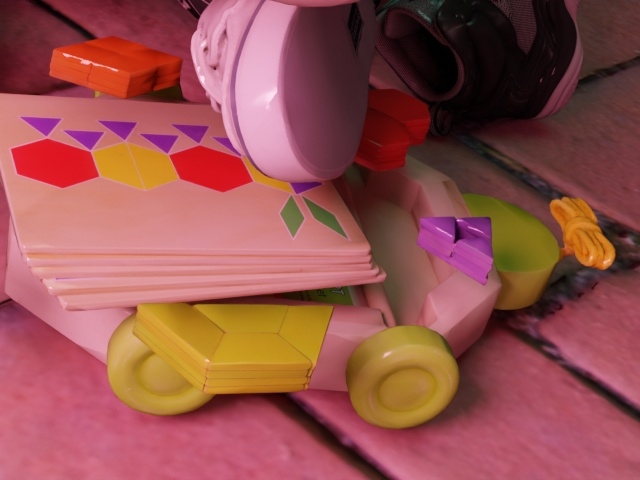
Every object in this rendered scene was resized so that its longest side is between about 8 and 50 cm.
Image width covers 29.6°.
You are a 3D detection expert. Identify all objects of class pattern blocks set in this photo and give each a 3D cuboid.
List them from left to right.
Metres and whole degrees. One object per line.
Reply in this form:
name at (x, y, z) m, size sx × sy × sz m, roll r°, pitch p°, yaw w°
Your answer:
pattern blocks set at (-0.068, -0.023, 0.600) m, size 0.324 × 0.026 × 0.285 m, roll 6°, pitch 33°, yaw -18°

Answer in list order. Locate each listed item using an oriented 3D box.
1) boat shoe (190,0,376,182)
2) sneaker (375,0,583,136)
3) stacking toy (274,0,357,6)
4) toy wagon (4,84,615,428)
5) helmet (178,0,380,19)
boat shoe at (-0.024, -0.095, 0.638) m, size 0.084 × 0.095 × 0.258 m, roll -11°, pitch 21°, yaw 14°
sneaker at (0.112, -0.209, 0.891) m, size 0.153 × 0.269 × 0.101 m, roll -20°, pitch 19°, yaw -36°
stacking toy at (-0.061, -0.235, 0.566) m, size 0.350 × 0.351 × 0.480 m, roll 4°, pitch 33°, yaw -19°
toy wagon at (0.000, 0.000, 0.688) m, size 0.344 × 0.068 × 0.267 m, roll 7°, pitch 34°, yaw -17°
helmet at (-0.031, -0.218, 0.916) m, size 0.169 × 0.169 × 0.161 m, roll 18°, pitch 18°, yaw 2°
